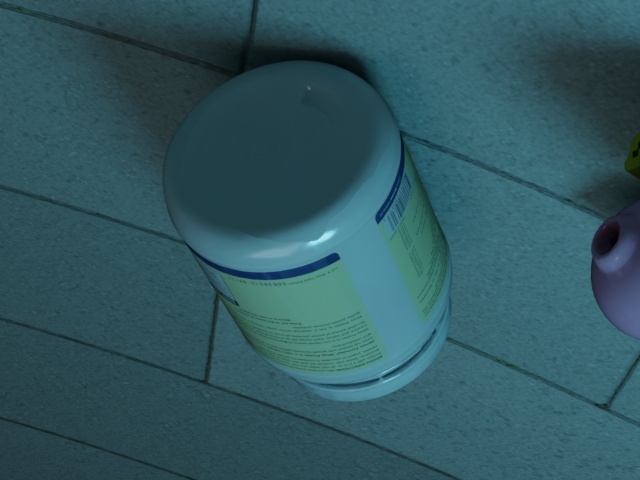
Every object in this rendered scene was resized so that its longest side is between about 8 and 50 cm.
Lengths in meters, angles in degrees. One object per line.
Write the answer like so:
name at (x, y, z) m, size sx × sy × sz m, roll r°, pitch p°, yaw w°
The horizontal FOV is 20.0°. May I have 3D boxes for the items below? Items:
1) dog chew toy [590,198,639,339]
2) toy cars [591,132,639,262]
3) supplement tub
dog chew toy at (0.375, 0.065, 1.585) m, size 0.332 × 0.206 × 0.207 m, roll 26°, pitch 153°, yaw -25°
toy cars at (0.356, -0.061, 1.645) m, size 0.177 × 0.087 × 0.393 m, roll 5°, pitch 156°, yaw 2°
supplement tub at (0.000, 0.000, 1.825) m, size 0.235 × 0.235 × 0.325 m, roll 7°, pitch 150°, yaw 23°
